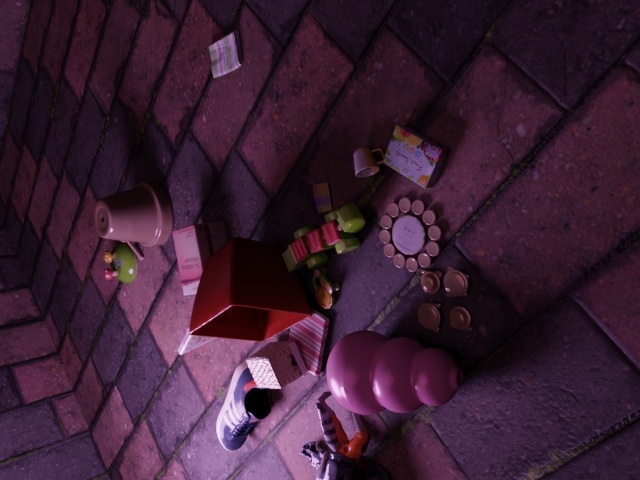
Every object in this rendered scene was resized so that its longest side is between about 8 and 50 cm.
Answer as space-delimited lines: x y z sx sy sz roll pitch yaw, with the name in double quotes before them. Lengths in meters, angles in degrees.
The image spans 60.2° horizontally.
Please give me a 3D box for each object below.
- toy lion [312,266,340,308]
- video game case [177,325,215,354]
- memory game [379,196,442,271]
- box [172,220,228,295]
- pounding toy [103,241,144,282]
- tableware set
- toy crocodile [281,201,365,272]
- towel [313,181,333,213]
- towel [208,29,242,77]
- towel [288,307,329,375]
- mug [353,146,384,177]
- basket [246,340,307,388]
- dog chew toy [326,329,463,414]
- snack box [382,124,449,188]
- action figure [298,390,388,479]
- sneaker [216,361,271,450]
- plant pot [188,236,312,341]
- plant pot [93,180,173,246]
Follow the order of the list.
"toy lion" 0.010 0.141 1.579 0.100 0.034 0.096 50 135 27
"video game case" -0.341 0.265 1.802 0.026 0.227 0.206 46 126 20
"memory game" 0.220 -0.015 1.359 0.186 0.012 0.186 9 102 43
"box" -0.401 0.062 1.897 0.149 0.127 0.232 -13 87 44
"pounding toy" -0.874 0.085 2.376 0.183 0.110 0.237 57 130 22
"tableware set" 0.292 0.141 1.309 0.141 0.020 0.168 5 100 45
"toy crocodile" 0.000 0.000 1.510 0.341 0.105 0.115 -30 76 43
"towel" 0.007 -0.121 1.551 0.060 0.009 0.083 -10 90 44
"towel" -0.308 -0.595 1.772 0.152 0.023 0.113 -5 92 45
"towel" -0.038 0.289 1.652 0.144 0.029 0.197 26 114 42
"mug" 0.119 -0.203 1.405 0.062 0.078 0.064 114 144 -70
"basket" -0.137 0.379 1.677 0.167 0.103 0.113 -20 95 54
"dog chew toy" 0.180 0.321 1.333 0.332 0.207 0.206 -7 92 36
"snack box" 0.223 -0.199 1.307 0.141 0.037 0.100 38 123 34
"action figure" 0.025 0.599 1.542 0.341 0.179 0.330 -3 85 43
"sneaker" -0.241 0.576 1.821 0.148 0.131 0.350 33 118 41
"plant pot" -0.218 0.142 1.646 0.267 0.267 0.235 -35 54 42
"plant pot" -0.735 -0.096 2.128 0.263 0.229 0.263 8 102 44
